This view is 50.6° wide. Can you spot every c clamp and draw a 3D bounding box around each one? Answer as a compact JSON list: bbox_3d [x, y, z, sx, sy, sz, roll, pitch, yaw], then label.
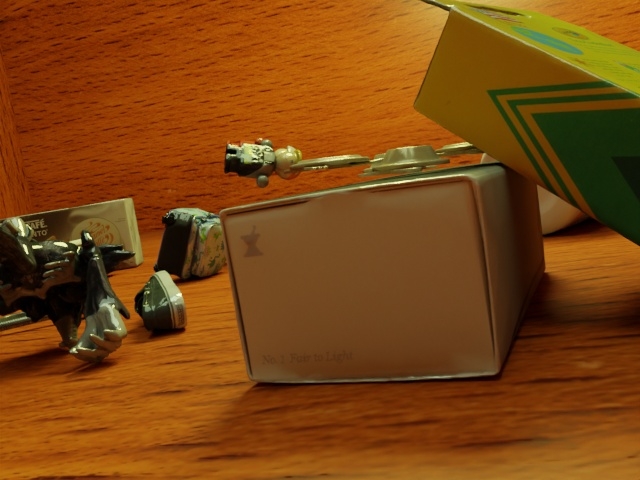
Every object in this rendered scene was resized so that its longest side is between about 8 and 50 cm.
[{"bbox_3d":[-0.335,0.092,0.795,0.160,0.022,0.137,-13,1,-26],"label":"c clamp"}]

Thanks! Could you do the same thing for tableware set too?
[{"bbox_3d":[0.066,-0.062,0.535,0.168,0.020,0.141,-12,8,-42],"label":"tableware set"}]

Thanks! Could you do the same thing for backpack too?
[{"bbox_3d":[-0.185,0.006,1.029,0.084,0.105,0.114,16,11,14],"label":"backpack"}]

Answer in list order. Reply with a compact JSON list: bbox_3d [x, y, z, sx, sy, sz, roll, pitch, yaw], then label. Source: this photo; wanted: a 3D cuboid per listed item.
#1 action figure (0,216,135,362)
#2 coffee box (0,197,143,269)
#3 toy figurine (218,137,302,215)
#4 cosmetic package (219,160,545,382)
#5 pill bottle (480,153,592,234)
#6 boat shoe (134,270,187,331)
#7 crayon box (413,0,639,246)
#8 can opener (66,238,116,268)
[{"bbox_3d":[-0.250,0.045,0.553,0.164,0.141,0.276,-17,-21,2],"label":"action figure"},{"bbox_3d":[-0.502,0.002,1.382,0.246,0.141,0.098,-9,6,-5],"label":"coffee box"},{"bbox_3d":[-0.104,-0.077,1.213,0.148,0.213,0.209,7,6,-9],"label":"toy figurine"},{"bbox_3d":[0.075,0.004,0.517,0.160,0.113,0.309,-6,7,24],"label":"cosmetic package"},{"bbox_3d":[0.358,-0.101,0.952,0.272,0.152,0.152,-15,8,-43],"label":"pill bottle"},{"bbox_3d":[-0.165,0.060,0.675,0.040,0.049,0.142,-11,8,-20],"label":"boat shoe"},{"bbox_3d":[0.215,-0.083,0.480,0.202,0.081,0.318,-10,39,-41],"label":"crayon box"},{"bbox_3d":[-0.455,0.047,1.165,0.095,0.076,0.283,-8,6,19],"label":"can opener"}]
